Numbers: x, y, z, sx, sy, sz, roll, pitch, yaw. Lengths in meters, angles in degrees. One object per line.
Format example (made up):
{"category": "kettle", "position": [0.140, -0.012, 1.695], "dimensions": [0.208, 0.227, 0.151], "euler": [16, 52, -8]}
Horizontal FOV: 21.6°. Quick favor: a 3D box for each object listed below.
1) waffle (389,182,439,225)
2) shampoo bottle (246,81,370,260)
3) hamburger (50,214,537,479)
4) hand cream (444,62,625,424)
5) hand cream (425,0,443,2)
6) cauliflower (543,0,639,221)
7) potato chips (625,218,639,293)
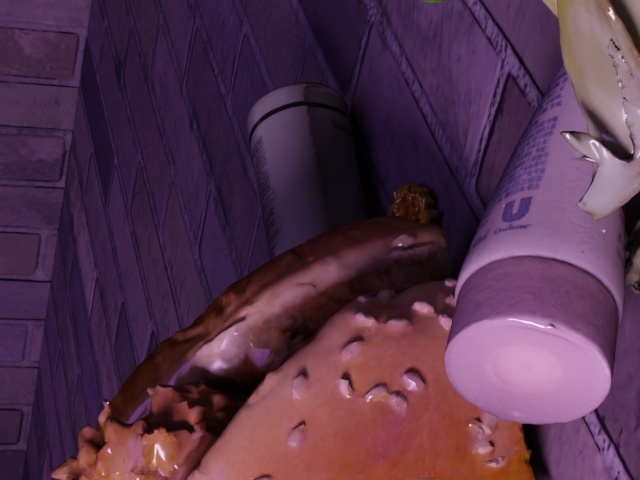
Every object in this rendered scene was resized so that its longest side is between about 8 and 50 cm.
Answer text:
{"category": "waffle", "position": [0.065, 0.001, 1.198], "dimensions": [0.078, 0.016, 0.085], "euler": [-168, 80, -73]}
{"category": "shampoo bottle", "position": [0.000, 0.000, 1.297], "dimensions": [0.085, 0.085, 0.262], "euler": [114, 153, -49]}
{"category": "hamburger", "position": [-0.037, 0.220, 1.055], "dimensions": [0.268, 0.287, 0.445], "euler": [-127, 41, -62]}
{"category": "hand cream", "position": [0.123, -0.020, 0.887], "dimensions": [0.133, 0.083, 0.247], "euler": [116, 173, -49]}
{"category": "hand cream", "position": [0.114, -0.268, 1.053], "dimensions": [0.079, 0.050, 0.275], "euler": [51, 138, 25]}
{"category": "cauliflower", "position": [0.131, -0.198, 0.708], "dimensions": [0.260, 0.281, 0.327], "euler": [-39, 3, 15]}
{"category": "potato chips", "position": [0.185, -0.026, 0.786], "dimensions": [0.207, 0.028, 0.092], "euler": [111, 155, -48]}
